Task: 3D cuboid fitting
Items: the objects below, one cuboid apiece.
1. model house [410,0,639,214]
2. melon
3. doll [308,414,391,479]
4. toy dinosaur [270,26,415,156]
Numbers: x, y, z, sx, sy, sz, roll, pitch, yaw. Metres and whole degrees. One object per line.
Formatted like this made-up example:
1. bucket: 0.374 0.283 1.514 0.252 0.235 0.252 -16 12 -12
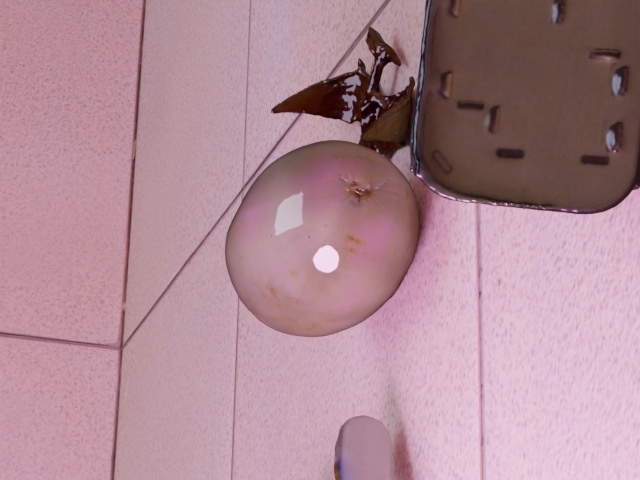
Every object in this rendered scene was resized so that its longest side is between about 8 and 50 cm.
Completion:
1. model house: 0.208 -0.122 1.507 0.278 0.205 0.218 27 -110 -77
2. melon: 0.000 0.000 1.964 0.317 0.223 0.223 128 146 -64
3. doll: -0.006 0.413 1.936 0.423 0.161 0.348 130 158 -58
4. toy dinosaur: 0.040 -0.164 2.100 0.327 0.113 0.206 -108 31 -52
